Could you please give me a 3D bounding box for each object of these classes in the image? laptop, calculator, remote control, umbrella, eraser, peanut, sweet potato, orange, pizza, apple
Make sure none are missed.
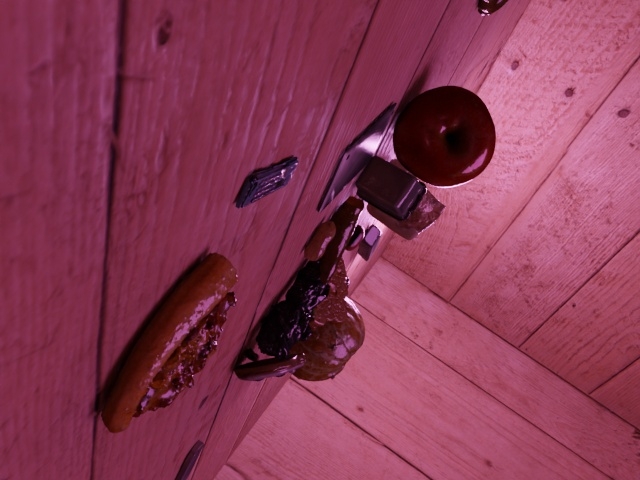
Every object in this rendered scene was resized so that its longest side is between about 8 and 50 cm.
[{"bbox_3d":[0.086,-0.190,1.465,0.269,0.015,0.188,-48,168,-43],"label":"laptop"},{"bbox_3d":[-0.074,-0.088,0.953,0.057,0.018,0.172,-58,173,23],"label":"calculator"},{"bbox_3d":[-0.413,0.702,2.013,0.077,0.022,0.245,-49,169,-52],"label":"remote control"},{"bbox_3d":[-0.046,0.166,1.721,0.337,0.128,0.154,-55,170,-28],"label":"umbrella"},{"bbox_3d":[0.211,0.012,2.786,0.089,0.061,0.352,-54,172,-10],"label":"eraser"},{"bbox_3d":[0.000,0.000,1.592,0.113,0.054,0.054,-56,172,0],"label":"peanut"},{"bbox_3d":[0.040,-0.006,1.677,0.244,0.077,0.077,-64,172,-2],"label":"sweet potato"},{"bbox_3d":[0.009,0.340,2.255,0.329,0.249,0.329,-48,165,-18],"label":"orange"},{"bbox_3d":[-0.201,0.159,0.951,0.290,0.081,0.229,-57,172,-7],"label":"pizza"},{"bbox_3d":[0.315,-0.264,1.672,0.260,0.260,0.216,-56,-169,2],"label":"apple"}]

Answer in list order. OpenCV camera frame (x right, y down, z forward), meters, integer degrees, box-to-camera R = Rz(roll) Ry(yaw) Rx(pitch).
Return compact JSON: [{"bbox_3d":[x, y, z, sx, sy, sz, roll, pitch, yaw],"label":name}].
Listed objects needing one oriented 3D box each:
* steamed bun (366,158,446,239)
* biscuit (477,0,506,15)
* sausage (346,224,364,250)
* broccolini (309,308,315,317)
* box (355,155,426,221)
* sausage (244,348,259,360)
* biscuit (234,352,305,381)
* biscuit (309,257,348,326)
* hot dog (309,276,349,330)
[{"bbox_3d":[0.260,-0.114,2.017,0.200,0.225,0.170,-59,171,28],"label":"steamed bun"},{"bbox_3d":[0.534,-0.743,1.712,0.329,0.078,0.335,-56,170,28],"label":"biscuit"},{"bbox_3d":[0.106,-0.010,2.107,0.094,0.059,0.054,-54,162,-7],"label":"sausage"},{"bbox_3d":[0.008,0.107,1.818,0.051,0.054,0.239,132,-21,-61],"label":"broccolini"},{"bbox_3d":[0.177,-0.142,1.689,0.124,0.172,0.093,-57,156,-3],"label":"box"},{"bbox_3d":[-0.190,0.322,1.811,0.198,0.025,0.028,88,21,-76],"label":"sausage"},{"bbox_3d":[-0.139,0.346,1.743,0.180,0.049,0.208,-13,176,14],"label":"biscuit"},{"bbox_3d":[0.013,0.135,1.894,0.041,0.212,0.239,-3,-115,48],"label":"biscuit"},{"bbox_3d":[-0.009,0.192,2.027,0.272,0.122,0.196,-51,177,-43],"label":"hot dog"}]
